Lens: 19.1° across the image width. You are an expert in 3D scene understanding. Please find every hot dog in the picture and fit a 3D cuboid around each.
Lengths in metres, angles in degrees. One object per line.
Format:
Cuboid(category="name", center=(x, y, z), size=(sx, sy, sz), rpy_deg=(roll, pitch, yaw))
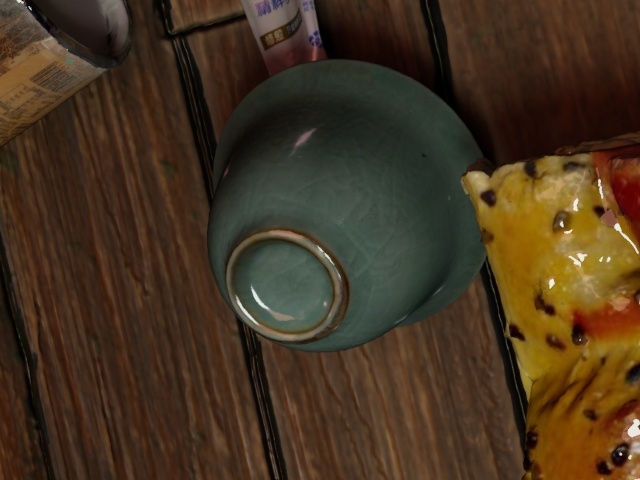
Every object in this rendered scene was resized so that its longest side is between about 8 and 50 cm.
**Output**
Cuboid(category="hot dog", center=(0.276, 0.104, 1.104), size=(0.367, 0.196, 0.366), rpy_deg=(-10, 94, 31))

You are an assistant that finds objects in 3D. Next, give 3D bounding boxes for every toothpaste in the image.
Cuboid(category="toothpaste", center=(-0.036, -0.189, 1.322), size=(0.075, 0.048, 0.301), rpy_deg=(-22, 82, 30))

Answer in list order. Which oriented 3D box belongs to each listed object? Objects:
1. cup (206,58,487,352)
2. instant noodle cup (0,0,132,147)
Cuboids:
Cuboid(category="cup", center=(0.000, 0.000, 1.227), size=(0.199, 0.150, 0.199), rpy_deg=(8, 117, 16))
Cuboid(category="instant noodle cup", center=(-0.267, -0.154, 1.364), size=(0.207, 0.217, 0.217), rpy_deg=(-27, 82, 20))
